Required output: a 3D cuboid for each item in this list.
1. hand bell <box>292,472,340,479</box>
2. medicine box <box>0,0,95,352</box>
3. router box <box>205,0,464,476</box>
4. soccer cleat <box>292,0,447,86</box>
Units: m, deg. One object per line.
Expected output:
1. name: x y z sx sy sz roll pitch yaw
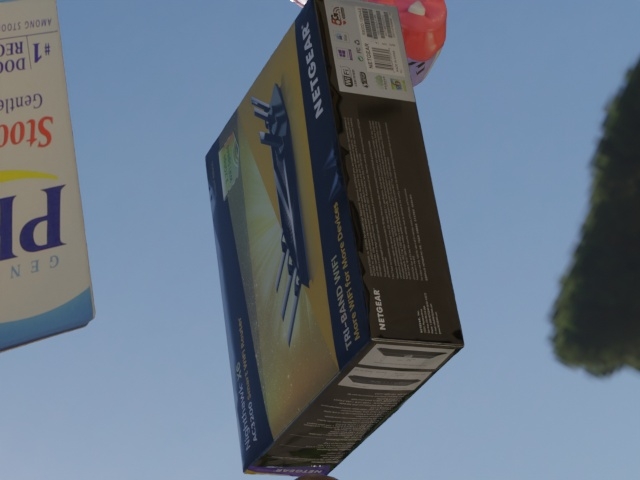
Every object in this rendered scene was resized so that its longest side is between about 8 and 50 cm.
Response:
1. hand bell: -0.045 0.115 0.445 0.126 0.126 0.242 -35 -13 -37
2. medicine box: -0.305 -0.060 1.130 0.263 0.149 0.289 -16 -77 -44
3. router box: 0.000 0.000 1.383 0.081 0.309 0.243 6 -33 -25
4. soccer cleat: 0.006 -0.229 1.598 0.083 0.248 0.095 -40 -27 -44
